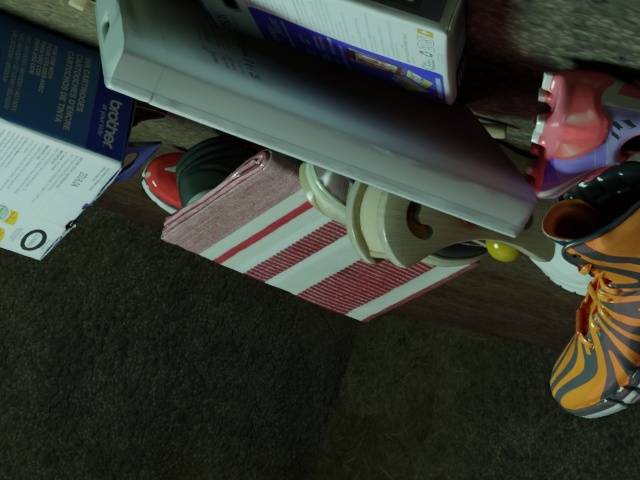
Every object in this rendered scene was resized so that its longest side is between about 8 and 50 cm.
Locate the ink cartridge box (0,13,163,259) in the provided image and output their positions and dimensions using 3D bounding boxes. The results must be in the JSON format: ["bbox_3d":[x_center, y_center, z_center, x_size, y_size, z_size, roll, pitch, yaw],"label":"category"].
[{"bbox_3d":[-0.386,-0.126,1.735,0.395,0.151,0.270,22,146,-22],"label":"ink cartridge box"}]

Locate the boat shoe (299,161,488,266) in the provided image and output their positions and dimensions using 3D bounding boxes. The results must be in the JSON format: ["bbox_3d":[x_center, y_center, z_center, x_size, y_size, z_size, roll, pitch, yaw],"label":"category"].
[{"bbox_3d":[0.110,-0.047,1.743,0.285,0.103,0.092,21,141,-33],"label":"boat shoe"}]

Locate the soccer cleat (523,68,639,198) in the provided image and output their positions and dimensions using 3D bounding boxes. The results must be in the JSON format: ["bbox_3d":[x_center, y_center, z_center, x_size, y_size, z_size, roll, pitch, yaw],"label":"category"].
[{"bbox_3d":[0.218,-0.080,1.229,0.095,0.083,0.248,12,171,8],"label":"soccer cleat"}]

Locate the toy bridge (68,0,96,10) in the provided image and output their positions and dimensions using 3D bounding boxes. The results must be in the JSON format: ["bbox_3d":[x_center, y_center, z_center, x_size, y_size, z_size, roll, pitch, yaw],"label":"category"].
[{"bbox_3d":[-0.141,-0.191,1.360,0.188,0.026,0.063,27,-160,-16],"label":"toy bridge"}]

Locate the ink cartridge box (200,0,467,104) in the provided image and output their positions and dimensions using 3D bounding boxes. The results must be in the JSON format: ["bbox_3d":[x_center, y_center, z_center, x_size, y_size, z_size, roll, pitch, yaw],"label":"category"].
[{"bbox_3d":[0.006,-0.172,1.117,0.208,0.045,0.206,18,174,8],"label":"ink cartridge box"}]

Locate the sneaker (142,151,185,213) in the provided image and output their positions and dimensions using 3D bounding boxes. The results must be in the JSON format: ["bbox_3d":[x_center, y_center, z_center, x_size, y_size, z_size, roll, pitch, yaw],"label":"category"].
[{"bbox_3d":[-0.125,-0.079,2.255,0.279,0.107,0.118,16,156,-13],"label":"sneaker"}]

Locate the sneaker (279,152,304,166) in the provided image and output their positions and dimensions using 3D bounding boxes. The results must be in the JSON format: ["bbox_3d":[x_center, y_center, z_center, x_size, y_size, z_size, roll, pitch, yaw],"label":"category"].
[{"bbox_3d":[0.071,-0.059,1.878,0.281,0.105,0.115,17,153,-17],"label":"sneaker"}]

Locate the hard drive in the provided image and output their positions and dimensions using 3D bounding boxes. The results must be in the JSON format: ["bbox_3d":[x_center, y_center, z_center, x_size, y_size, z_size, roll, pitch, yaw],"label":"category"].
[{"bbox_3d":[-0.011,-0.118,1.253,0.353,0.047,0.233,19,-160,-19],"label":"hard drive"}]

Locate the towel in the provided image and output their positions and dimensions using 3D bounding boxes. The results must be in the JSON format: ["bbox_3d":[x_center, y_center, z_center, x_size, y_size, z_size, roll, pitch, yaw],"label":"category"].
[{"bbox_3d":[0.000,0.000,1.861,0.329,0.037,0.237,24,146,-30],"label":"towel"}]

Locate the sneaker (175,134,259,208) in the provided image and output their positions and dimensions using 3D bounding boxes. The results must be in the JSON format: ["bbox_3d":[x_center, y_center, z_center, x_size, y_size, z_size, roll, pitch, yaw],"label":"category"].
[{"bbox_3d":[-0.057,-0.080,1.994,0.296,0.104,0.147,-3,-142,-24],"label":"sneaker"}]

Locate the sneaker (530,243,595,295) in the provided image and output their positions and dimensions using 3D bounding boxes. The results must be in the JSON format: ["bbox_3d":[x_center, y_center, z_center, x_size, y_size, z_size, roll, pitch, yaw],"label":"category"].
[{"bbox_3d":[0.317,-0.012,1.558,0.129,0.111,0.297,35,159,-31],"label":"sneaker"}]

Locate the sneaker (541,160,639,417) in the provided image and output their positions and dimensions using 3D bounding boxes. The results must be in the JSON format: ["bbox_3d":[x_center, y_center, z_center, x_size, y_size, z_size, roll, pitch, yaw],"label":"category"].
[{"bbox_3d":[0.263,0.032,1.389,0.180,0.124,0.321,19,129,-18],"label":"sneaker"}]

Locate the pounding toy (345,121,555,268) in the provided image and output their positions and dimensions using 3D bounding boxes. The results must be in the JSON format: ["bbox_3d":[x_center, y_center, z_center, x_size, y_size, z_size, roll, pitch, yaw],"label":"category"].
[{"bbox_3d":[0.131,-0.036,1.491,0.269,0.154,0.155,20,174,-28],"label":"pounding toy"}]

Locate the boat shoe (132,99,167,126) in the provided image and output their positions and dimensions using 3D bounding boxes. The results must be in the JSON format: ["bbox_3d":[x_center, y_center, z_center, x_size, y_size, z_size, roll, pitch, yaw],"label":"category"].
[{"bbox_3d":[-0.260,-0.162,1.866,0.073,0.073,0.207,24,170,-41],"label":"boat shoe"}]
